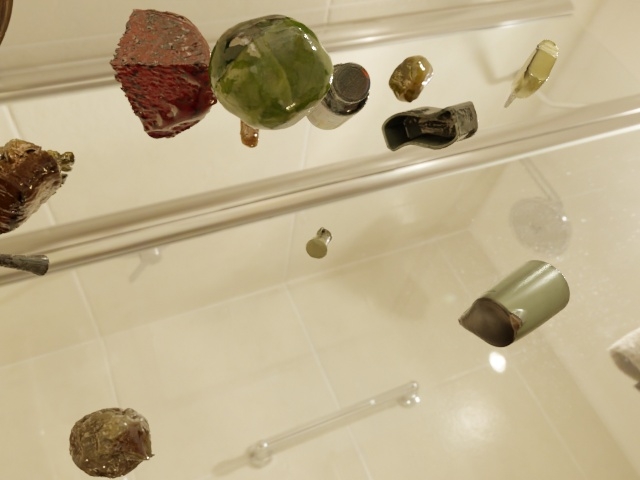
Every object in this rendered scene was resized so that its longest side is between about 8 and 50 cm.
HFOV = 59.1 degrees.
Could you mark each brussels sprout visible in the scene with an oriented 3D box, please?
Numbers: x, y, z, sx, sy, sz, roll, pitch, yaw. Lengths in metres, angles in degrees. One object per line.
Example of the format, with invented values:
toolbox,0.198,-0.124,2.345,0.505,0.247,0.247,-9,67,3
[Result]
brussels sprout,-0.111,-0.334,1.114,0.271,0.219,0.210,37,-11,51

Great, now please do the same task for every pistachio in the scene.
pistachio,0.247,-0.448,1.536,0.100,0.189,0.110,32,-45,7

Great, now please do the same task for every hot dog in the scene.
hot dog,-0.217,-0.385,1.745,0.047,0.066,0.215,101,-8,-65

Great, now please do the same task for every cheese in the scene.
cheese,0.464,-0.362,1.281,0.050,0.127,0.255,28,-4,4

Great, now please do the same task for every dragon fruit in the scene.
dragon fruit,-0.422,-0.398,1.421,0.302,0.240,0.330,59,-36,27

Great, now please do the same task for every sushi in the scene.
sushi,-0.644,-0.124,1.195,0.296,0.167,0.179,-43,-153,44

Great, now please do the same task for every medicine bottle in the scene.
medicine bottle,0.047,-0.393,1.535,0.293,0.142,0.141,179,-104,-78

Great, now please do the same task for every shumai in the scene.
shumai,-0.470,0.466,1.339,0.176,0.206,0.166,-31,-113,34

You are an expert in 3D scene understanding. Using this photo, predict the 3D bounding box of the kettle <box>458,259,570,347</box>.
kettle,0.516,0.180,1.544,0.240,0.255,0.165,-15,-80,57

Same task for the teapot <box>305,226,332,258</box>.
teapot,0.000,0.000,1.427,0.083,0.057,0.067,-59,154,-58

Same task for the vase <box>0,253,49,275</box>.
vase,-0.756,0.051,1.385,0.167,0.059,0.059,20,44,-63

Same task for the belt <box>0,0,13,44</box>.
belt,-0.591,-0.315,0.809,0.122,0.217,0.338,43,-76,26

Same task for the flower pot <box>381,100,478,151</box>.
flower pot,0.279,-0.291,1.449,0.229,0.108,0.103,5,-68,44
